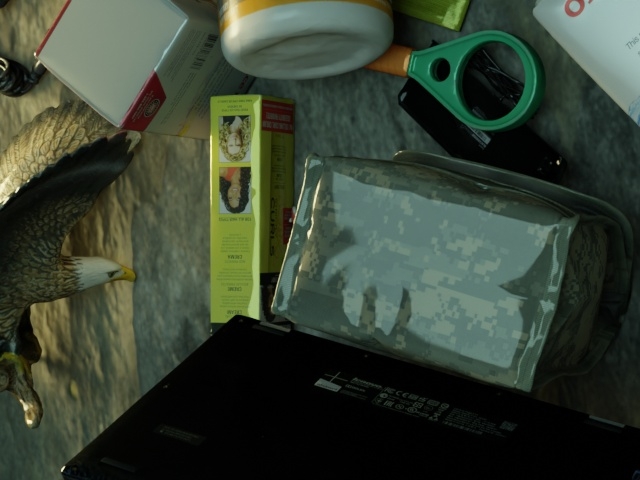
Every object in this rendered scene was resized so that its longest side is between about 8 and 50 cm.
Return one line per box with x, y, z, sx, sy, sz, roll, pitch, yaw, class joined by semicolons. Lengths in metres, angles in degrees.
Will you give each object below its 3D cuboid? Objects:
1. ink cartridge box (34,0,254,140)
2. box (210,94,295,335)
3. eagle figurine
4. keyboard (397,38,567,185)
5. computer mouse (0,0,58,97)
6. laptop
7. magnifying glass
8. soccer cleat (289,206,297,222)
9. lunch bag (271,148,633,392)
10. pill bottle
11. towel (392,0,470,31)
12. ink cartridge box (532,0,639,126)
-0.155;-0.186;1.730;0.127;0.176;0.128;39;105;23;ink cartridge box
-0.065;-0.023;1.738;0.058;0.087;0.232;0;89;23;box
-0.285;0.001;1.793;0.226;0.225;0.298;22;110;34;eagle figurine
0.161;-0.111;1.660;0.192;0.038;0.100;47;115;27;keyboard
-0.332;-0.282;1.877;0.184;0.060;0.262;34;104;22;computer mouse
0.067;0.228;1.463;0.382;0.408;0.236;14;121;25;laptop
0.106;-0.160;1.664;0.231;0.026;0.092;17;99;37;magnifying glass
0.000;0.000;1.739;0.036;0.029;0.083;-31;80;13;soccer cleat
0.129;0.020;1.536;0.235;0.287;0.168;16;96;20;lunch bag
-0.023;-0.302;1.665;0.162;0.162;0.278;-13;74;25;pill bottle
0.124;-0.323;1.682;0.102;0.021;0.237;23;100;24;towel
0.351;-0.168;1.520;0.201;0.117;0.278;-47;73;18;ink cartridge box
